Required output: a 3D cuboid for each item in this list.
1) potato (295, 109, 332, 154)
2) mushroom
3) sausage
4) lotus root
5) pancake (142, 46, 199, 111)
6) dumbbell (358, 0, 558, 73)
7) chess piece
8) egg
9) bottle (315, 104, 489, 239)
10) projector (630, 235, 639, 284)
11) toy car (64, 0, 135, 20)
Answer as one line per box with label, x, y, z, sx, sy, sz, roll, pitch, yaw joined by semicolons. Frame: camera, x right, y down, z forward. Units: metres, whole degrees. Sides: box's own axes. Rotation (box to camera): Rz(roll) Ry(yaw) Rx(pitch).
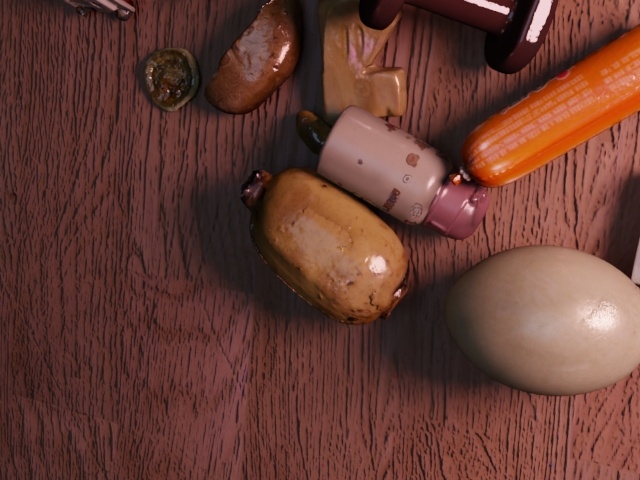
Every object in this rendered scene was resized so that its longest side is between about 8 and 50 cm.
potato;-0.004;-0.153;1.148;0.092;0.045;0.046;41;82;11
mushroom;-0.092;-0.263;1.161;0.210;0.072;0.094;-43;87;21
sausage;0.297;-0.156;0.965;0.312;0.093;0.093;-31;83;14
lotus root;0.000;0.000;1.111;0.284;0.146;0.160;39;89;8
pancake;-0.240;-0.262;1.254;0.108;0.017;0.108;4;101;23
dumbbell;0.168;-0.301;0.965;0.226;0.124;0.140;16;106;-13
chess piece;0.051;-0.308;1.080;0.137;0.137;0.300;7;111;23
egg;0.279;0.098;0.972;0.253;0.186;0.186;5;97;20
bottle;0.116;-0.085;1.061;0.233;0.110;0.110;30;107;5
projector;0.454;-0.009;0.954;0.115;0.061;0.147;15;101;23
toy car;-0.361;-0.425;1.251;0.139;0.112;0.112;12;85;31
